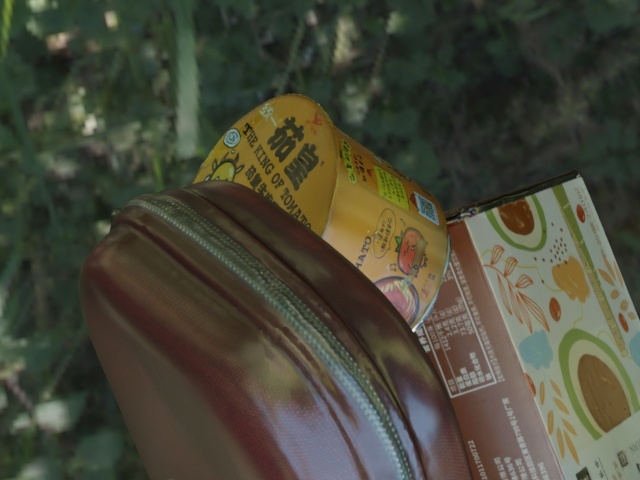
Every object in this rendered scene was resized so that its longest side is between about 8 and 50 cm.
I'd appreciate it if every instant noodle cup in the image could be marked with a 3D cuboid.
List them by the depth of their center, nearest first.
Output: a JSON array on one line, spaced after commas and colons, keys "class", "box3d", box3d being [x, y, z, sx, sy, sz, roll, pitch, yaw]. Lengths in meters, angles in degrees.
[{"class": "instant noodle cup", "box3d": [0.000, 0.000, 1.600, 0.172, 0.216, 0.216, 24, 129, -37]}]

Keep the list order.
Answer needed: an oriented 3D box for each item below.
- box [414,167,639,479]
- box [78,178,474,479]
[{"class": "box", "box3d": [0.241, 0.137, 1.951, 0.122, 0.385, 0.344, -22, 178, 30]}, {"class": "box", "box3d": [-0.006, 0.154, 0.997, 0.108, 0.263, 0.404, -33, 130, -20]}]
